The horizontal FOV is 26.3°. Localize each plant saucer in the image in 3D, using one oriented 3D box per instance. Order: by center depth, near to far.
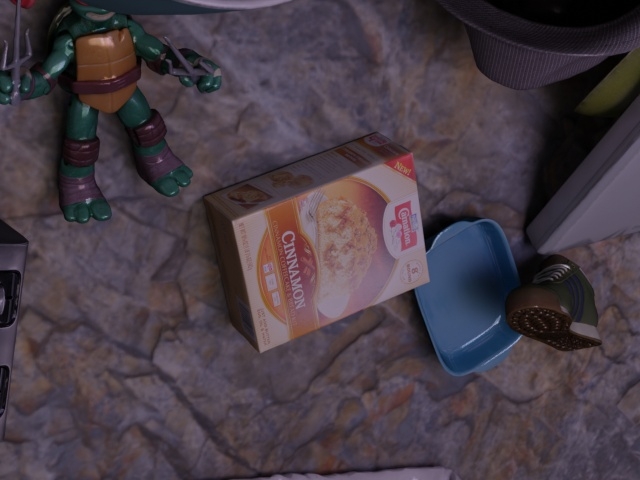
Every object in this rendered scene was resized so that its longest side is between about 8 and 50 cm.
[{"bbox_3d":[0.339,-0.194,1.290,0.241,0.241,0.037,-42,84,-6],"label":"plant saucer"}]

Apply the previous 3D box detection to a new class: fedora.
[{"bbox_3d":[0.201,-0.225,1.205,0.124,0.244,0.275,93,22,-56],"label":"fedora"}]

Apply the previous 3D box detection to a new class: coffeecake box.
[{"bbox_3d":[0.000,0.000,1.274,0.186,0.068,0.142,-22,121,-20],"label":"coffeecake box"}]

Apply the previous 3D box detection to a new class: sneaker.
[{"bbox_3d":[0.235,0.054,1.408,0.192,0.064,0.086,28,54,-56],"label":"sneaker"}]

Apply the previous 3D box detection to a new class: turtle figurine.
[{"bbox_3d":[-0.168,-0.128,1.088,0.175,0.118,0.234,-9,135,-8],"label":"turtle figurine"}]

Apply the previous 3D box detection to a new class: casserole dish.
[{"bbox_3d":[0.147,0.054,1.404,0.114,0.037,0.188,-31,124,-13],"label":"casserole dish"}]

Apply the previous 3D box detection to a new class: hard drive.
[{"bbox_3d":[0.349,-0.092,1.335,0.203,0.040,0.307,-13,156,-24],"label":"hard drive"}]

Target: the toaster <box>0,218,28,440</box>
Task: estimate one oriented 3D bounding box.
[{"bbox_3d":[-0.309,0.060,1.070,0.110,0.186,0.168,3,103,-33],"label":"toaster"}]

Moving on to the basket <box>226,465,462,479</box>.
[{"bbox_3d":[0.043,0.421,1.348,0.328,0.331,0.266,1,118,-30],"label":"basket"}]

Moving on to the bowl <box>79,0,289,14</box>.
[{"bbox_3d":[-0.124,-0.285,0.967,0.312,0.163,0.311,8,74,-31],"label":"bowl"}]
